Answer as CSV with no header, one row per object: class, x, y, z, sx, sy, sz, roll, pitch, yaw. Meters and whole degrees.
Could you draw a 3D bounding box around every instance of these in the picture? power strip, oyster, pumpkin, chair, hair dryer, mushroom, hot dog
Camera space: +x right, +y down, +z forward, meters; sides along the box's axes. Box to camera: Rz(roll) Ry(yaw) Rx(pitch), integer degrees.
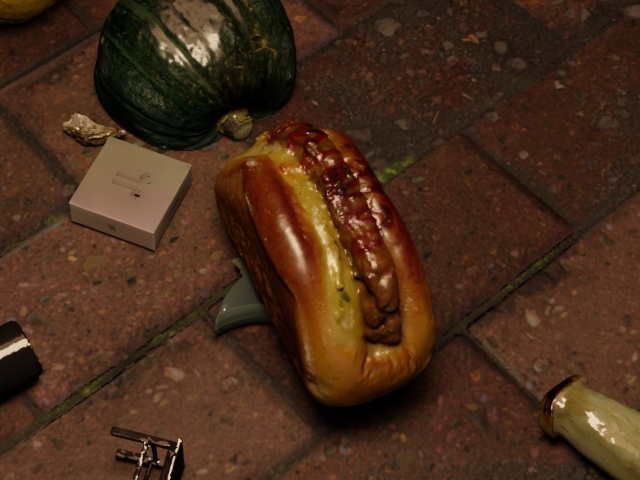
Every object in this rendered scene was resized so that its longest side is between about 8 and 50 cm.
power strip,-0.026,0.102,1.980,0.253,0.054,0.167,28,56,15
oyster,-0.332,-0.158,2.152,0.093,0.034,0.051,22,40,24
pumpkin,-0.182,-0.289,2.153,0.293,0.197,0.263,-32,66,-20
chair,-0.165,0.310,1.814,0.212,0.084,0.101,12,60,5
hair dryer,-0.503,0.128,1.921,0.197,0.089,0.251,-27,55,-20
mushroom,0.421,0.278,1.871,0.312,0.081,0.100,32,66,16
hot dog,0.002,0.000,1.889,0.185,0.223,0.405,-19,58,-15

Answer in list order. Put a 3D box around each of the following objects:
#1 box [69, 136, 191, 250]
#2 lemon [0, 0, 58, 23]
box,-0.267,-0.066,2.081,0.129,0.051,0.130,19,57,10
lemon,-0.468,-0.472,2.222,0.258,0.258,0.310,22,66,12
